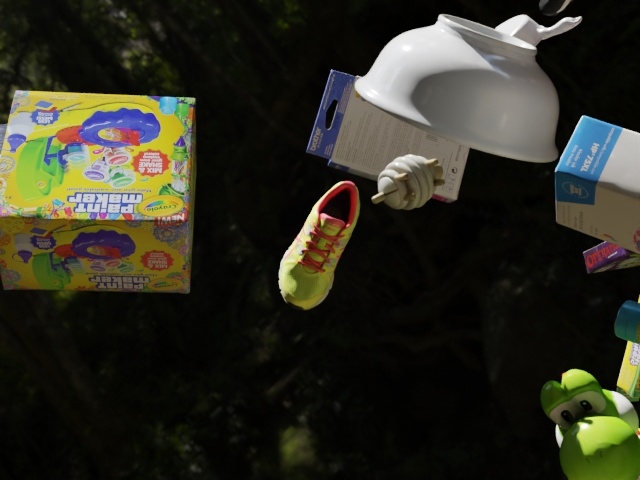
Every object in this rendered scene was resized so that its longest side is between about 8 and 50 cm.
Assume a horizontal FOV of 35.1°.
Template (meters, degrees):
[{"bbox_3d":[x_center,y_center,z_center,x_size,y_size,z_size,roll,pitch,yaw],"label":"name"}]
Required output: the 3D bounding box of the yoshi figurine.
[{"bbox_3d":[0.435,0.341,1.435,0.203,0.362,0.203,-50,24,-13],"label":"yoshi figurine"}]

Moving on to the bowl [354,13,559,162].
[{"bbox_3d":[0.208,-0.224,1.390,0.298,0.298,0.134,-10,-56,-57],"label":"bowl"}]

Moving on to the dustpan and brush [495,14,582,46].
[{"bbox_3d":[0.369,-0.363,1.807,0.211,0.060,0.147,-29,22,48],"label":"dustpan and brush"}]

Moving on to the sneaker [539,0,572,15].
[{"bbox_3d":[0.452,-0.575,1.927,0.107,0.124,0.283,-126,54,-73],"label":"sneaker"}]

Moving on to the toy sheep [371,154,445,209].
[{"bbox_3d":[0.132,-0.087,1.535,0.132,0.091,0.091,-22,-30,-27],"label":"toy sheep"}]

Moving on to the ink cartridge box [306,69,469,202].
[{"bbox_3d":[0.142,-0.207,2.016,0.065,0.311,0.185,141,146,-80],"label":"ink cartridge box"}]

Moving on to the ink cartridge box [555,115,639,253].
[{"bbox_3d":[0.374,-0.036,1.083,0.078,0.231,0.134,-60,-24,-15],"label":"ink cartridge box"}]

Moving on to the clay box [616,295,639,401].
[{"bbox_3d":[0.586,0.183,1.721,0.127,0.053,0.222,0,-70,-22],"label":"clay box"}]

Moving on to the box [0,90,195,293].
[{"bbox_3d":[-0.346,-0.077,1.604,0.290,0.279,0.177,1,-40,-6],"label":"box"}]

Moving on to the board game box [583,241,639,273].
[{"bbox_3d":[0.627,-0.017,1.724,0.208,0.056,0.347,-3,-15,-19],"label":"board game box"}]

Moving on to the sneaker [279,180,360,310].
[{"bbox_3d":[0.000,0.000,1.445,0.094,0.081,0.208,115,177,-69],"label":"sneaker"}]

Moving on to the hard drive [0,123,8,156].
[{"bbox_3d":[-0.583,-0.098,1.851,0.237,0.339,0.064,-10,-50,-9],"label":"hard drive"}]

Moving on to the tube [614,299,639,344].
[{"bbox_3d":[0.481,0.130,1.289,0.052,0.207,0.080,-35,-52,-35],"label":"tube"}]
